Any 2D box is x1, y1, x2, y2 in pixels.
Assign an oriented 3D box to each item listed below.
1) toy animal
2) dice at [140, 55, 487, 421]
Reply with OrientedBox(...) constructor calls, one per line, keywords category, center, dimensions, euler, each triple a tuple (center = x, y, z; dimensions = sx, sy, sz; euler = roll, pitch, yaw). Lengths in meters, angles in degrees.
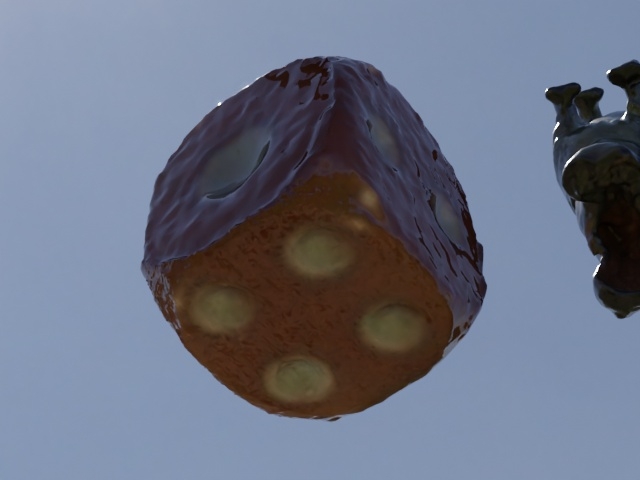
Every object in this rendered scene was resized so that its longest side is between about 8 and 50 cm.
OrientedBox(category="toy animal", center=(0.248, -0.056, 1.562), dimensions=(0.106, 0.343, 0.168), euler=(-17, -78, 17))
OrientedBox(category="dice", center=(0.000, 0.000, 1.235), dimensions=(0.174, 0.175, 0.179), euler=(-32, -62, 23))
